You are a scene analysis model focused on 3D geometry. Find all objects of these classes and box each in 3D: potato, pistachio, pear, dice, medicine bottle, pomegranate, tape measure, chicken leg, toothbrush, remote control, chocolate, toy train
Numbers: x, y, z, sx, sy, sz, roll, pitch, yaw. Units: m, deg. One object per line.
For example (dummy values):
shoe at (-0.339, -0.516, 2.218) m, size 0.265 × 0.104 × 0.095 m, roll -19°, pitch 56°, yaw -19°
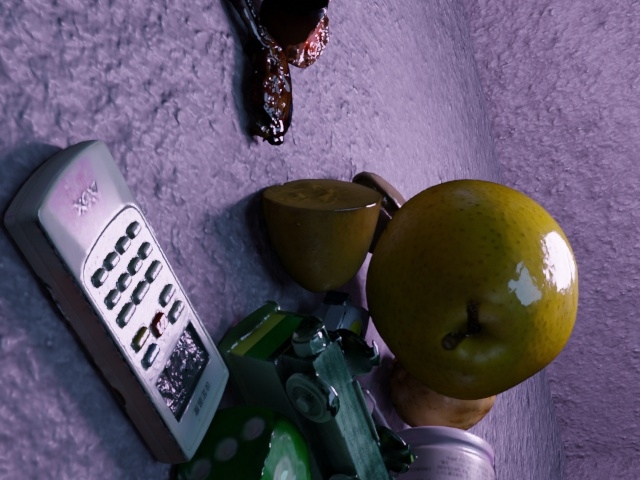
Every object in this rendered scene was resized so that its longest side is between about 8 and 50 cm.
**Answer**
potato at (0.000, 0.000, 1.230) m, size 0.203 × 0.178 × 0.158 m, roll -107°, pitch -161°, yaw -77°
pistachio at (0.102, -0.047, 1.534) m, size 0.185 × 0.124 × 0.124 m, roll 58°, pitch 31°, yaw -32°
pear at (0.253, 0.078, 1.396) m, size 0.418 × 0.362 × 0.363 m, roll -70°, pitch 145°, yaw -66°
dice at (-0.087, 0.275, 0.953) m, size 0.131 × 0.120 × 0.128 m, roll 63°, pitch 27°, yaw -42°
medicine bottle at (0.202, 0.508, 1.440) m, size 0.202 × 0.202 × 0.316 m, roll 56°, pitch 32°, yaw -45°
pomegranate at (0.230, 0.270, 1.599) m, size 0.215 × 0.215 × 0.215 m, roll -9°, pitch 90°, yaw -67°
tape measure at (0.004, 0.244, 1.260) m, size 0.164 × 0.084 × 0.330 m, roll 43°, pitch 55°, yaw -57°
chicken leg at (-0.090, -0.267, 1.239) m, size 0.106 × 0.051 × 0.253 m, roll -25°, pitch 102°, yaw -61°
toothbrush at (0.129, 0.366, 1.551) m, size 0.307 × 0.025 × 0.030 m, roll 58°, pitch 40°, yaw -42°
remote control at (-0.197, 0.068, 0.859) m, size 0.145 × 0.050 × 0.344 m, roll -69°, pitch 143°, yaw -50°
chocolate at (-0.034, -0.336, 1.308) m, size 0.127 × 0.124 × 0.133 m, roll 51°, pitch -31°, yaw 35°
toy train at (-0.004, 0.224, 1.068) m, size 0.120 × 0.202 × 0.301 m, roll -40°, pitch 122°, yaw -35°
